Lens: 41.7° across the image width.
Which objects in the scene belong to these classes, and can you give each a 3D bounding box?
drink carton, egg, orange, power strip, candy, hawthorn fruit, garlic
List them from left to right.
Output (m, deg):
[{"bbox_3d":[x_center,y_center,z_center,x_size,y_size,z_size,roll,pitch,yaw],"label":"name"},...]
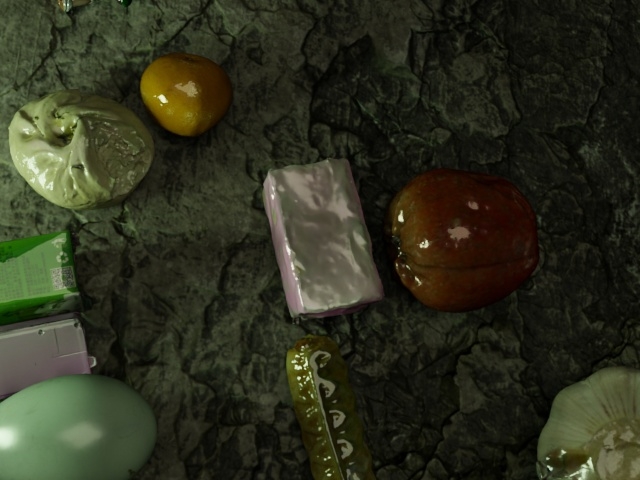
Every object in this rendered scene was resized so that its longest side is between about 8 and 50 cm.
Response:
[{"bbox_3d":[-0.494,0.072,1.278,0.270,0.161,0.108,-12,78,-15],"label":"drink carton"},{"bbox_3d":[-0.491,0.188,1.293,0.278,0.037,0.109,-10,103,-16],"label":"power strip"},{"bbox_3d":[-0.374,0.291,1.234,0.264,0.183,0.183,-6,76,-9],"label":"egg"},{"bbox_3d":[-0.230,-0.248,1.441,0.158,0.159,0.136,8,114,-11],"label":"orange"},{"bbox_3d":[0.000,0.000,1.437,0.155,0.116,0.265,-11,76,-13],"label":"candy"},{"bbox_3d":[0.236,-0.006,1.428,0.261,0.258,0.258,-18,78,12],"label":"hawthorn fruit"},{"bbox_3d":[0.521,0.355,1.390,0.321,0.241,0.322,0,90,-4],"label":"garlic"}]

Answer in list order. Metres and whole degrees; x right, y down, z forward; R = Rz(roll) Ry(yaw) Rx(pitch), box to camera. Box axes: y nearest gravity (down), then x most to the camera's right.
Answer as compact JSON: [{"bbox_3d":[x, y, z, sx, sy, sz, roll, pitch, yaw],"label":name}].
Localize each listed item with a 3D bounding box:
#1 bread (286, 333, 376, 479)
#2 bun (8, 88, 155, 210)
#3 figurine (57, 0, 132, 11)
[{"bbox_3d":[0.013,0.284,1.375,0.087,0.098,0.270,2,69,-56],"label":"bread"},{"bbox_3d":[-0.394,-0.156,1.388,0.237,0.116,0.210,1,75,-12],"label":"bun"},{"bbox_3d":[-0.376,-0.468,1.490,0.197,0.093,0.147,-18,68,-16],"label":"figurine"}]
